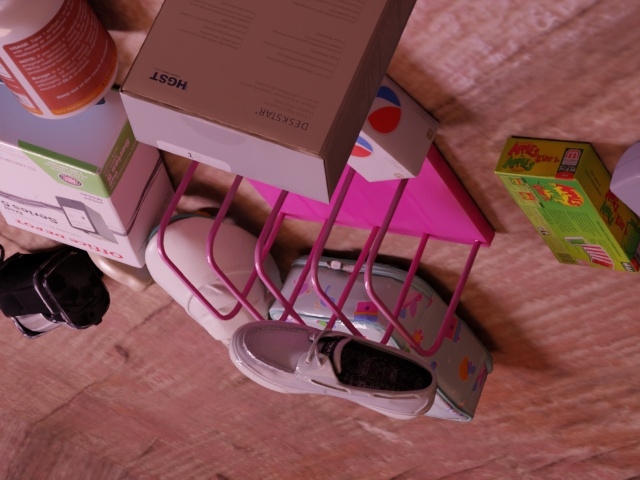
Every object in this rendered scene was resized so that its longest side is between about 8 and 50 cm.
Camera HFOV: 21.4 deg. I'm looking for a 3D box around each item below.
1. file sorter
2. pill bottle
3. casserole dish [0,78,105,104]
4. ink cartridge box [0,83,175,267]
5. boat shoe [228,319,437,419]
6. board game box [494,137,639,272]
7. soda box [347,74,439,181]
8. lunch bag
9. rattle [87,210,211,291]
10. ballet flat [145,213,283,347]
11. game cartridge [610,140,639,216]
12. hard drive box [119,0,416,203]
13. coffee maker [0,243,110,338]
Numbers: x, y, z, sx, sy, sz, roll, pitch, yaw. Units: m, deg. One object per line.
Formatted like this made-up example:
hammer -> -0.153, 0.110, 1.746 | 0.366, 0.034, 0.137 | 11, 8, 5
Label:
file sorter -> 0.000, 0.000, 1.855 | 0.290, 0.182, 0.202 | 9, 154, 34
pill bottle -> -0.295, -0.226, 1.709 | 0.121, 0.121, 0.216 | 14, 157, 23
casserole dish -> -0.323, -0.193, 1.877 | 0.188, 0.037, 0.114 | 18, -167, 13
ink cartridge box -> -0.302, -0.092, 2.042 | 0.198, 0.115, 0.273 | 18, 158, 14
boat shoe -> 0.017, 0.124, 1.788 | 0.227, 0.079, 0.081 | 16, 152, 0
board game box -> 0.254, -0.034, 1.701 | 0.092, 0.043, 0.181 | 7, 154, 35
soda box -> 0.016, -0.143, 1.656 | 0.216, 0.069, 0.074 | 38, 155, -34
lunch bag -> 0.075, 0.120, 2.167 | 0.224, 0.108, 0.279 | 10, 154, 41
rattle -> -0.257, -0.042, 2.188 | 0.200, 0.130, 0.143 | 49, 148, 7
ballet flat -> -0.098, 0.091, 2.206 | 0.139, 0.139, 0.400 | 14, 162, 24
game cartridge -> 0.415, -0.040, 1.511 | 0.198, 0.062, 0.297 | 41, 153, -29
hard drive box -> -0.035, -0.172, 1.412 | 0.181, 0.232, 0.089 | 20, 158, 12
coffee maker -> -0.418, 0.065, 2.532 | 0.171, 0.120, 0.178 | 34, 156, -24
